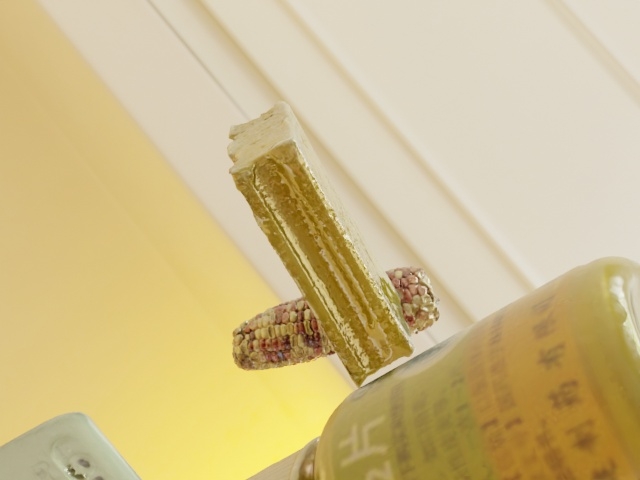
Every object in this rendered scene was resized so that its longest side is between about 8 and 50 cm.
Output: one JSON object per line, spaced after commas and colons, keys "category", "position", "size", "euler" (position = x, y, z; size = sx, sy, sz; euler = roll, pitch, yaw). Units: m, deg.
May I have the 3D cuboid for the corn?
{"category": "corn", "position": [0.019, 0.111, 1.783], "size": [0.290, 0.098, 0.098], "euler": [-18, -10, 4]}

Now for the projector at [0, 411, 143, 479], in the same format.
{"category": "projector", "position": [-0.229, 0.339, 1.127], "size": [0.249, 0.249, 0.248], "euler": [-29, -30, -33]}

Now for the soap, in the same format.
{"category": "soap", "position": [0.000, 0.000, 1.582], "size": [0.091, 0.315, 0.199], "euler": [-28, 19, 8]}

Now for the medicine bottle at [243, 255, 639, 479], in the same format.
{"category": "medicine bottle", "position": [0.103, 0.190, 0.931], "size": [0.384, 0.224, 0.224], "euler": [-32, -7, 26]}
